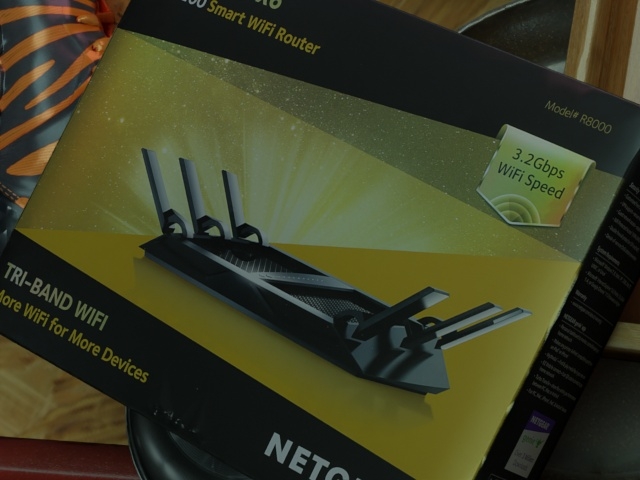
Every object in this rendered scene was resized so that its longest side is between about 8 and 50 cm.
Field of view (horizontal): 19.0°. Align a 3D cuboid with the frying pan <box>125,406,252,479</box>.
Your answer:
[{"bbox_3d":[-0.037,0.136,1.035,0.197,0.053,0.326,7,70,23],"label":"frying pan"}]

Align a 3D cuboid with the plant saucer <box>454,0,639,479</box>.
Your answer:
[{"bbox_3d":[0.156,0.005,1.067,0.311,0.050,0.310,-5,69,15],"label":"plant saucer"}]

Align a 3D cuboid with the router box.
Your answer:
[{"bbox_3d":[0.000,0.000,0.982,0.309,0.081,0.243,25,87,30],"label":"router box"}]

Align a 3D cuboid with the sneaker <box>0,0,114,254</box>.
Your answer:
[{"bbox_3d":[-0.130,-0.113,1.173,0.180,0.124,0.321,-2,81,13],"label":"sneaker"}]

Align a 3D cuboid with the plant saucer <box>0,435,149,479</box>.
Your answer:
[{"bbox_3d":[-0.124,0.237,1.075,0.259,0.048,0.258,2,72,17],"label":"plant saucer"}]

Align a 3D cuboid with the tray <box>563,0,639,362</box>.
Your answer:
[{"bbox_3d":[0.241,-0.136,0.982,0.203,0.076,0.410,6,83,28],"label":"tray"}]
